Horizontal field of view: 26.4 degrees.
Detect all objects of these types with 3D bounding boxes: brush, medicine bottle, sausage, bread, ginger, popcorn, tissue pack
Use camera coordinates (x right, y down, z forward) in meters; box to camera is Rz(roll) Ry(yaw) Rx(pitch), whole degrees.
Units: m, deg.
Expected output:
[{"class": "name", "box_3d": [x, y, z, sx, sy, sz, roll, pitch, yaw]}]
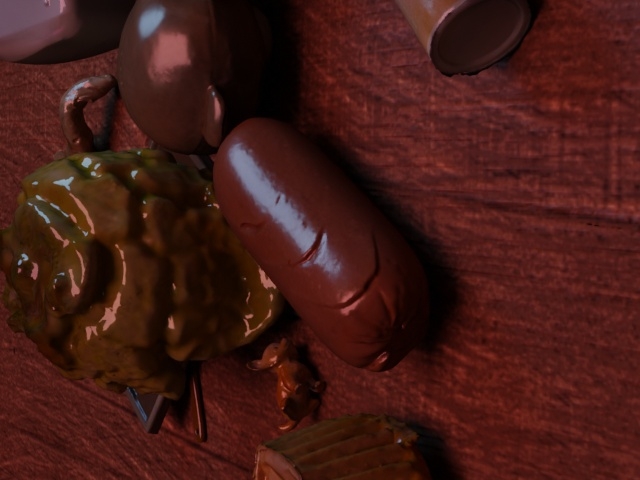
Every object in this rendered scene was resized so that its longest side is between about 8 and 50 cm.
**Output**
[{"class": "brush", "box_3d": [-0.153, 0.155, 1.614, 0.043, 0.014, 0.170, -24, 71, 57]}, {"class": "medicine bottle", "box_3d": [0.052, -0.324, 1.202, 0.108, 0.108, 0.426, -59, 46, 40]}, {"class": "sausage", "box_3d": [0.000, 0.001, 1.267, 0.304, 0.121, 0.121, 51, 131, 45]}, {"class": "bread", "box_3d": [0.019, 0.275, 1.229, 0.240, 0.139, 0.240, 11, 103, 59]}, {"class": "ginger", "box_3d": [-0.335, -0.117, 1.852, 0.089, 0.075, 0.288, 65, 145, 41]}, {"class": "popcorn", "box_3d": [-0.209, 0.040, 1.442, 0.293, 0.237, 0.293, 21, 119, 45]}, {"class": "tissue pack", "box_3d": [-0.300, -0.383, 1.607, 0.229, 0.236, 0.333, -9, 97, 38]}]

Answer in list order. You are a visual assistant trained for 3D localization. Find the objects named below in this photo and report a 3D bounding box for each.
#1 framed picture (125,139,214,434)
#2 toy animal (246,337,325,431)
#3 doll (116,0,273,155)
[{"class": "framed picture", "box_3d": [-0.193, 0.036, 1.639, 0.240, 0.020, 0.324, 50, 126, 44]}, {"class": "toy animal", "box_3d": [-0.038, 0.143, 1.394, 0.083, 0.060, 0.081, 39, 122, 40]}, {"class": "doll", "box_3d": [-0.134, -0.253, 1.417, 0.235, 0.174, 0.330, -169, 78, -66]}]
